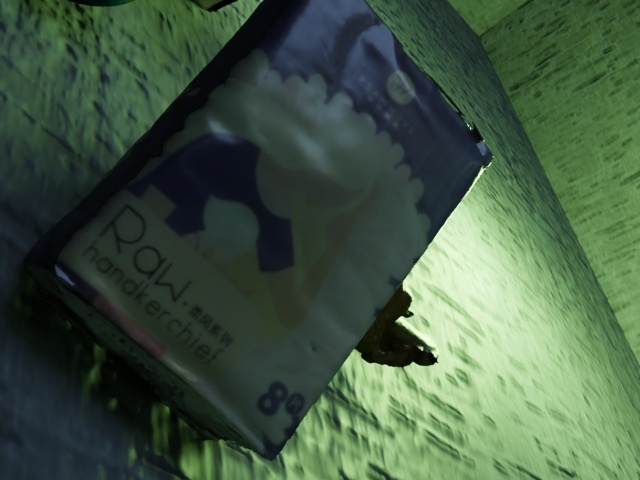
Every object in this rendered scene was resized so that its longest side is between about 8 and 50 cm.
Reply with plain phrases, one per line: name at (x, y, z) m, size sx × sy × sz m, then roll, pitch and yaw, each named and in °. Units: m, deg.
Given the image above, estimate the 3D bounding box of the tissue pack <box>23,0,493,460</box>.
tissue pack at (-0.040, -0.024, 0.812) m, size 0.242 × 0.343 × 0.125 m, roll 46°, pitch -21°, yaw -22°

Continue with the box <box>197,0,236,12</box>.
box at (-0.150, -0.499, 1.238) m, size 0.385 × 0.344 × 0.122 m, roll 43°, pitch 59°, yaw -28°

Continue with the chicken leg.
chicken leg at (0.000, 0.000, 1.099) m, size 0.409 × 0.182 × 0.295 m, roll 43°, pitch 8°, yaw -38°

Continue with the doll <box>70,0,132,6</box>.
doll at (-0.247, -0.369, 1.063) m, size 0.198 × 0.186 × 0.322 m, roll 44°, pitch 14°, yaw -41°
